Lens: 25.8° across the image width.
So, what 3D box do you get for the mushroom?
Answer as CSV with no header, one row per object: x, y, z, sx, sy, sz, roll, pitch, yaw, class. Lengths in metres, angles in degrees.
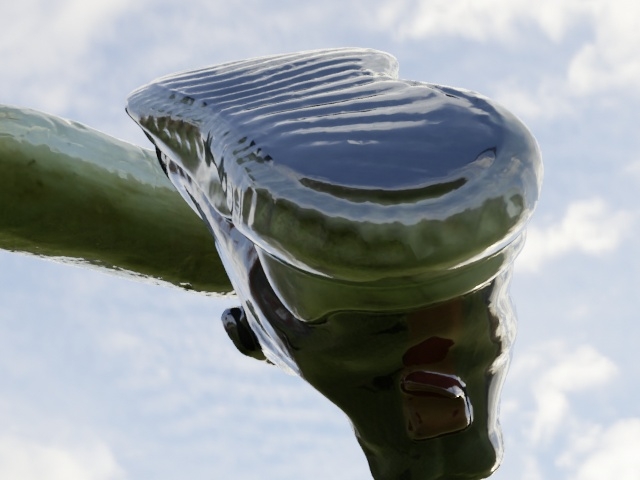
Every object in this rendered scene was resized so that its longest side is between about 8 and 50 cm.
-0.103,-0.016,0.873,0.312,0.081,0.100,15,-47,-32,mushroom

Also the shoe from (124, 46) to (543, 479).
0.000,0.000,0.462,0.099,0.227,0.112,-14,-73,-15,shoe
